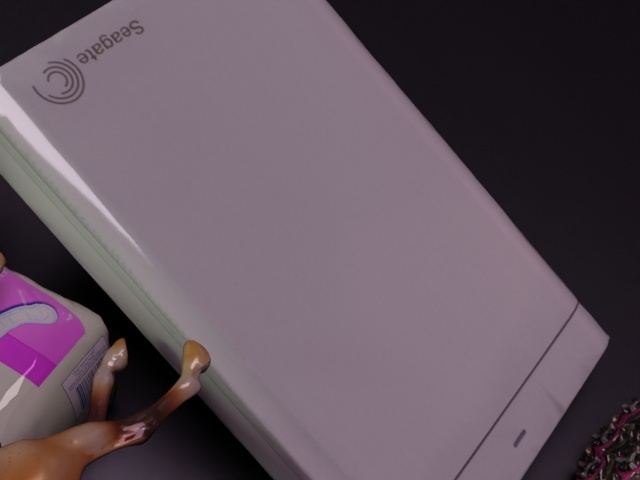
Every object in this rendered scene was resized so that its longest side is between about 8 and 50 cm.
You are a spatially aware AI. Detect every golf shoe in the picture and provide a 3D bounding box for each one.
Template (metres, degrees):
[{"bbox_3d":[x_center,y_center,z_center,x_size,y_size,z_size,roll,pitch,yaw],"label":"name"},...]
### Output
[{"bbox_3d":[0.189,0.165,0.587,0.086,0.067,0.186,46,53,-10],"label":"golf shoe"}]

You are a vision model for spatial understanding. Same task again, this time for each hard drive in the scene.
[{"bbox_3d":[0.000,0.000,0.584,0.353,0.047,0.233,49,53,-4],"label":"hard drive"}]

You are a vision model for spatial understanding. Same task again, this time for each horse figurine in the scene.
[{"bbox_3d":[-0.164,0.078,0.444,0.263,0.066,0.174,32,50,5],"label":"horse figurine"}]

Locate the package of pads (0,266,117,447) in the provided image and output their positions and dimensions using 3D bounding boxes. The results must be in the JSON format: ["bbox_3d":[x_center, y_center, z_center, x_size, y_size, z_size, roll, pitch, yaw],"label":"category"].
[{"bbox_3d":[-0.290,0.075,0.519,0.297,0.101,0.229,28,52,10],"label":"package of pads"}]
